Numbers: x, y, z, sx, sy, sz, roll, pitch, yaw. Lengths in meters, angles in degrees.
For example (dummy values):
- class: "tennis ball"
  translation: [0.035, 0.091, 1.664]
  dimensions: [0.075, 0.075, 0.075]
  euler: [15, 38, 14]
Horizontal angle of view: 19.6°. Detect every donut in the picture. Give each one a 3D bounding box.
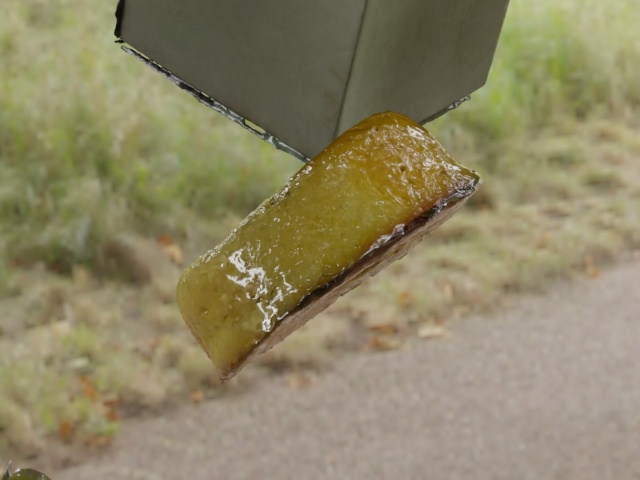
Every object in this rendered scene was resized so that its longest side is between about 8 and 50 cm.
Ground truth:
- class: "donut"
  translation: [0.000, 0.000, 0.838]
  dimensions: [0.152, 0.058, 0.152]
  euler: [-39, -3, -3]

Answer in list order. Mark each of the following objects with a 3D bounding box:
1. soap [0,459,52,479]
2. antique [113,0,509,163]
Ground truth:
- class: "soap"
  translation: [-0.128, 0.267, 0.677]
  dimensions: [0.096, 0.204, 0.324]
  euler: [16, 50, 1]
- class: "antique"
  translation: [0.002, -0.145, 0.932]
  dimensions: [0.152, 0.148, 0.146]
  euler: [33, 41, 24]
